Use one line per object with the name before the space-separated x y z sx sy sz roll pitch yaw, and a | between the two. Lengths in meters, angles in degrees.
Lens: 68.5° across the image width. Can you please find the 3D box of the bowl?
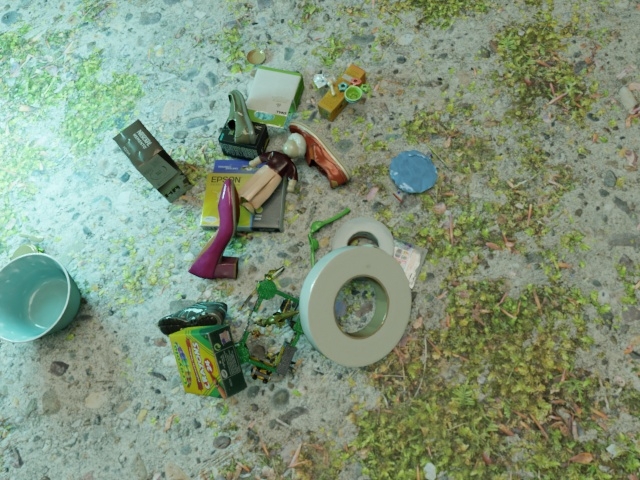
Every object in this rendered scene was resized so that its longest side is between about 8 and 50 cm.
bowl | -0.995 0.217 1.674 0.311 0.163 0.312 -2 71 4

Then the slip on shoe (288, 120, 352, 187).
slip on shoe | -0.020 -0.332 1.796 0.101 0.123 0.331 -40 77 -4

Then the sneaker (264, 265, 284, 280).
sneaker | -0.169 0.115 1.701 0.083 0.031 0.035 -37 72 -7

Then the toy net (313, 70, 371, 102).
toy net | 0.077 -0.617 1.834 0.232 0.045 0.122 33 77 17

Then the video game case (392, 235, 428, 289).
video game case | 0.289 0.078 1.679 0.143 0.019 0.157 21 76 12

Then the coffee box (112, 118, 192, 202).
coffee box | -0.610 -0.284 1.734 0.119 0.297 0.168 -39 73 -8

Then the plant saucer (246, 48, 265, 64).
plant saucer | -0.276 -0.786 2.019 0.083 0.015 0.083 -2 72 5

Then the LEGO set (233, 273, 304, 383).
LEGO set | -0.162 0.282 1.554 0.255 0.192 0.331 16 87 -12

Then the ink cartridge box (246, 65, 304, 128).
ink cartridge box | -0.192 -0.557 1.894 0.188 0.097 0.255 14 75 9

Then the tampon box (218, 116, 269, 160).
tampon box | -0.297 -0.393 1.838 0.161 0.101 0.120 14 64 10

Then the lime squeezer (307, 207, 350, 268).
lime squeezer | 0.000 0.000 1.723 0.110 0.059 0.310 29 73 -20

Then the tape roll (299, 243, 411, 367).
tape roll | 0.118 0.207 1.511 0.392 0.072 0.392 -1 92 -26

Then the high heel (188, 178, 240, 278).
high heel | -0.379 -0.034 1.639 0.181 0.127 0.377 5 107 -1

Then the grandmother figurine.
grandmother figurine | -0.170 -0.251 1.722 0.208 0.104 0.342 38 82 5

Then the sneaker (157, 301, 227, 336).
sneaker | -0.444 0.277 1.650 0.267 0.106 0.101 -11 115 17

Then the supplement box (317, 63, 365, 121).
supplement box | 0.087 -0.594 1.890 0.080 0.078 0.233 33 77 15

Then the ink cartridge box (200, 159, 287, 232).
ink cartridge box | -0.286 -0.184 1.794 0.303 0.072 0.307 1 74 6

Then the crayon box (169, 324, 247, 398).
crayon box | -0.372 0.377 1.477 0.081 0.318 0.202 -17 91 -42

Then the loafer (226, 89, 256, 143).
loafer | -0.313 -0.464 1.763 0.087 0.094 0.251 -16 62 -11

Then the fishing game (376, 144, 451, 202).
fishing game | 0.347 -0.258 1.776 0.264 0.041 0.189 -36 72 -16

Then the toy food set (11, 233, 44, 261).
toy food set | -1.126 0.074 1.805 0.132 0.038 0.192 9 78 16

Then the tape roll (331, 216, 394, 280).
tape roll | 0.151 0.030 1.661 0.219 0.072 0.219 -2 71 5
